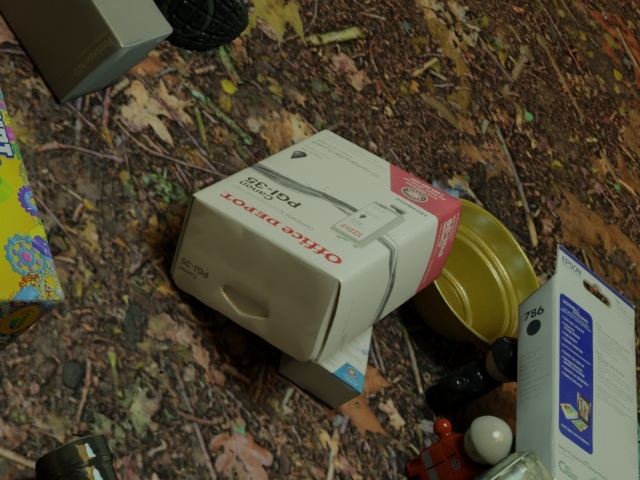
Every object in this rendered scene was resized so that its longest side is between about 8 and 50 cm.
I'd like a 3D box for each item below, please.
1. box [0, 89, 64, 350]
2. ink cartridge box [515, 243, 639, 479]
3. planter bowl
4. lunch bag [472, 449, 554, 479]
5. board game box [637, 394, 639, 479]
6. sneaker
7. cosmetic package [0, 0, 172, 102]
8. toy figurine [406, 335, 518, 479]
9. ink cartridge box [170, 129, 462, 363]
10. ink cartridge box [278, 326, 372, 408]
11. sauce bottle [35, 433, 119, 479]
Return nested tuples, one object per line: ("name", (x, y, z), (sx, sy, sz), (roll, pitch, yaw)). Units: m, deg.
("box", (-0.417, -0.038, 1.430), (0.279, 0.177, 0.290), (3, 59, -46))
("ink cartridge box", (0.301, 0.182, 1.898), (0.165, 0.065, 0.332), (36, 44, -31))
("planter bowl", (0.178, 0.060, 2.072), (0.217, 0.090, 0.217), (27, 45, -30))
("lunch bag", (0.158, 0.401, 1.624), (0.305, 0.212, 0.256), (-34, 80, -29))
("board game box", (0.432, 0.298, 2.216), (0.126, 0.026, 0.186), (-11, 70, -50))
("sneaker", (-0.202, -0.337, 1.966), (0.286, 0.109, 0.130), (31, 34, -33))
("cosmetic package", (-0.288, -0.287, 1.809), (0.107, 0.127, 0.238), (-25, 79, -53))
("toy figurine", (0.226, 0.246, 1.932), (0.209, 0.148, 0.213), (42, 38, -16))
("ink cartridge box", (0.000, 0.000, 1.837), (0.207, 0.117, 0.283), (30, 32, 20))
("ink cartridge box", (0.008, 0.118, 1.874), (0.088, 0.052, 0.122), (37, 41, -23))
("sauce bottle", (-0.165, 0.344, 1.466), (0.111, 0.111, 0.344), (-7, 66, -50))
